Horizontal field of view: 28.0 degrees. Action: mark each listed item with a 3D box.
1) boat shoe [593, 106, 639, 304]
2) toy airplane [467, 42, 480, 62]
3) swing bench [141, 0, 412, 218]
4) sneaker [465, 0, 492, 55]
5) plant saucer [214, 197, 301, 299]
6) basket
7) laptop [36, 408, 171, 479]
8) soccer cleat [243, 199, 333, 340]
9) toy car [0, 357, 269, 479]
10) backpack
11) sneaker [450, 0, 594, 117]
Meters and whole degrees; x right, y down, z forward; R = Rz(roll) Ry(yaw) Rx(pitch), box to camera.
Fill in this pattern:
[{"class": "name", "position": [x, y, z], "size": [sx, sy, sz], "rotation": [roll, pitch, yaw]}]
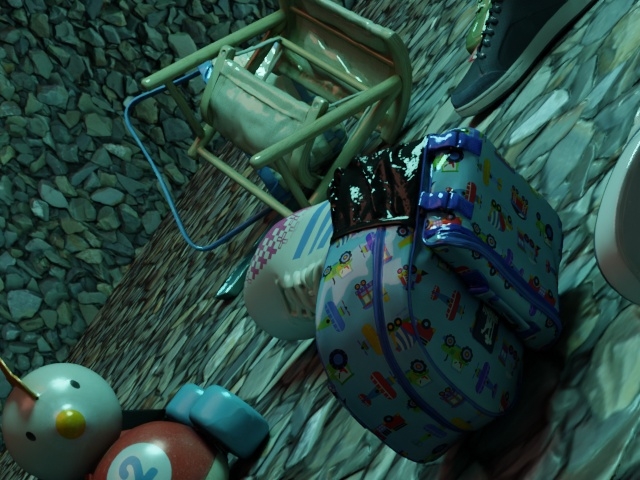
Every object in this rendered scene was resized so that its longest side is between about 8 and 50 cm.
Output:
[{"class": "boat shoe", "position": [0.213, -0.047, 0.705], "size": [0.258, 0.095, 0.084], "rotation": [-44, 2, -34]}, {"class": "toy airplane", "position": [0.215, -0.260, 1.439], "size": [0.151, 0.028, 0.151], "rotation": [-43, -28, -30]}, {"class": "swing bench", "position": [-0.044, -0.189, 1.671], "size": [0.254, 0.165, 0.253], "rotation": [-44, 51, -12]}, {"class": "sneaker", "position": [0.217, -0.319, 1.594], "size": [0.192, 0.086, 0.064], "rotation": [-54, 11, -19]}, {"class": "plant saucer", "position": [-0.086, 0.012, 1.886], "size": [0.192, 0.018, 0.067], "rotation": [-55, 12, -21]}, {"class": "basket", "position": [-0.116, -0.151, 1.896], "size": [0.289, 0.255, 0.201], "rotation": [-27, -6, -1]}, {"class": "laptop", "position": [-0.303, 0.347, 1.631], "size": [0.264, 0.136, 0.234], "rotation": [104, -168, -46]}, {"class": "soccer cleat", "position": [0.014, 0.026, 1.158], "size": [0.331, 0.116, 0.143], "rotation": [-39, 15, 45]}, {"class": "toy car", "position": [-0.215, 0.190, 1.201], "size": [0.219, 0.238, 0.210], "rotation": [-53, 11, -15]}, {"class": "backpack", "position": [0.073, 0.040, 0.787], "size": [0.117, 0.158, 0.173], "rotation": [-20, 40, 34]}, {"class": "sneaker", "position": [0.176, -0.254, 1.341], "size": [0.226, 0.163, 0.086], "rotation": [-49, 12, 15]}]
